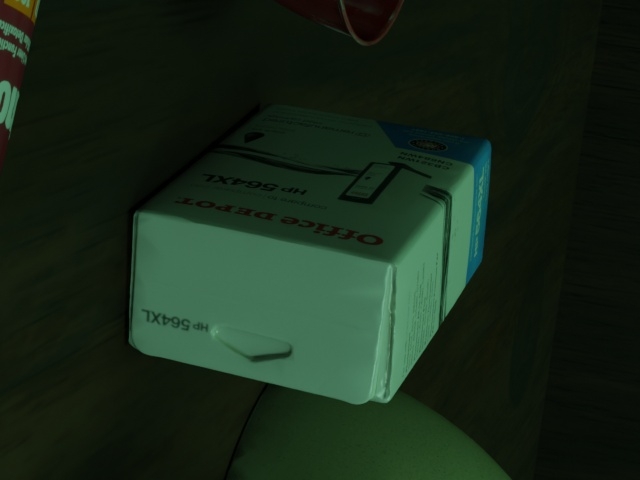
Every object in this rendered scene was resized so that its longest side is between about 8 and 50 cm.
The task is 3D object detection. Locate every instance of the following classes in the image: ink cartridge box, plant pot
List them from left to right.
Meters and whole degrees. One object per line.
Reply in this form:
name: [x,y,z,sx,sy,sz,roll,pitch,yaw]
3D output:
ink cartridge box: [0.000,0.000,1.000,0.203,0.148,0.086,-48,146,-63]
plant pot: [0.050,0.238,1.251,0.284,0.191,0.284,11,90,-74]

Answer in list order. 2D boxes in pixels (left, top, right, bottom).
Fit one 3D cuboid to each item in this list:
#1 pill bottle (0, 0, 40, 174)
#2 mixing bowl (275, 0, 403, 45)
pill bottle: [-0.145,-0.036,0.584,0.086,0.086,0.152,27,74,-74]
mixing bowl: [-0.008,-0.199,0.941,0.181,0.098,0.181,11,90,-75]
